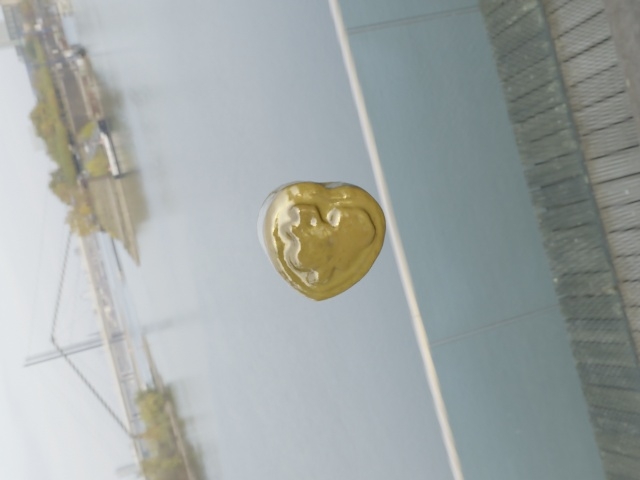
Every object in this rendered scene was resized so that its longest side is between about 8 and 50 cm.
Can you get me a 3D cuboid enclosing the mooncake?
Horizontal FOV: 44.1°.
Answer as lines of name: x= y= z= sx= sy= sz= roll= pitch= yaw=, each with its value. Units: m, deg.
mooncake: x=0.000 y=0.000 z=1.472 sx=0.117 sy=0.235 sz=0.235 roll=-152 pitch=49 yaw=-72
